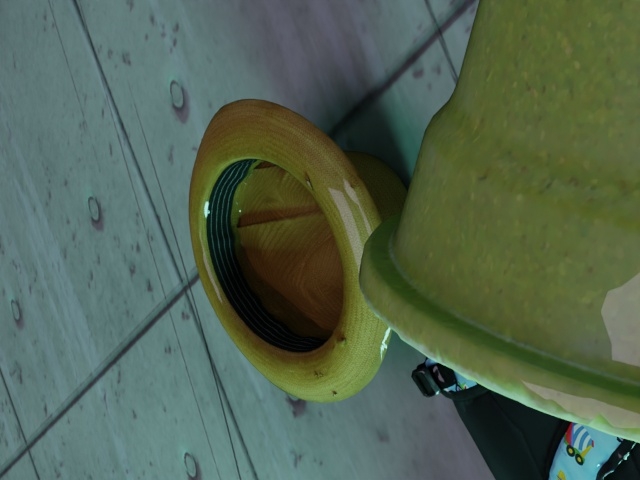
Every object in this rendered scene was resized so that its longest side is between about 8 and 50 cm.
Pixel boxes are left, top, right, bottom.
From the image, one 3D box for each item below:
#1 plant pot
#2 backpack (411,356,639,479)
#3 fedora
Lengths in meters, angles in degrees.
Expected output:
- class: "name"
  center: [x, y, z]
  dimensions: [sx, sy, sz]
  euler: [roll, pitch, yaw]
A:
- class: "plant pot"
  center: [0.162, -0.093, 0.531]
  dimensions: [0.276, 0.276, 0.253]
  euler: [27, 115, 54]
- class: "backpack"
  center: [0.136, 0.053, 0.764]
  dimensions: [0.158, 0.117, 0.173]
  euler: [59, 149, 27]
- class: "fedora"
  center: [0.000, 0.000, 1.027]
  dimensions: [0.194, 0.079, 0.194]
  euler: [27, 126, 47]
